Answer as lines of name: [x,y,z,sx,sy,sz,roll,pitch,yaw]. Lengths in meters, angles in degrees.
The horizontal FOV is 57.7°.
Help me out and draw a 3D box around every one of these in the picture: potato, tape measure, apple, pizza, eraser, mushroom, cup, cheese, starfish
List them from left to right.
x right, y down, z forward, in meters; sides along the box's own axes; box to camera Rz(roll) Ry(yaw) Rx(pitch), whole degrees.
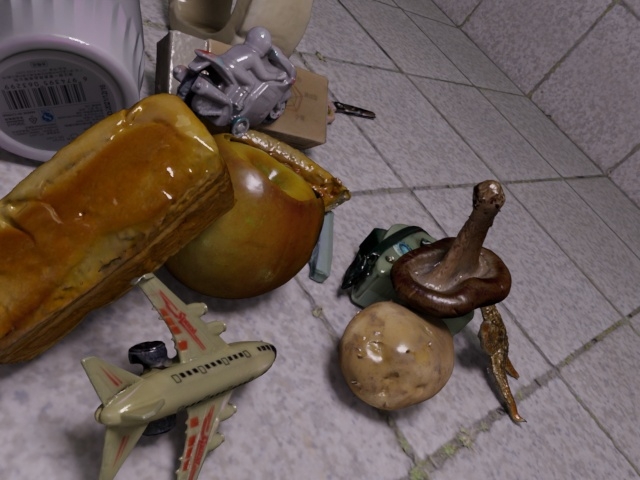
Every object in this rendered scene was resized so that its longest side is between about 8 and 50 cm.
cup: [-0.379,-0.306,0.814,0.253,0.253,0.371,10,47,-36]
cheese: [-0.167,-0.500,1.167,0.153,0.292,0.332,0,21,-46]
apple: [-0.108,-0.034,0.783,0.237,0.207,0.236,25,36,-20]
eraser: [-0.138,-0.272,1.091,0.344,0.078,0.144,7,82,-38]
pizza: [-0.115,-0.127,0.973,0.366,0.073,0.182,24,29,-9]
potato: [0.125,0.162,0.848,0.235,0.128,0.161,14,44,-39]
tape measure: [0.154,0.050,1.017,0.235,0.115,0.207,28,38,-15]
mushroom: [0.231,0.002,0.864,0.148,0.217,0.227,40,38,27]
starfish: [0.298,0.176,0.999,0.247,0.050,0.138,64,23,-17]

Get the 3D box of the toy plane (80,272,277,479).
toy plane: [-0.137,0.148,0.618,0.256,0.104,0.241,-11,93,-67]

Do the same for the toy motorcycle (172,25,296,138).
toy motorcycle: [-0.125,-0.266,0.948,0.110,0.170,0.260,36,26,25]

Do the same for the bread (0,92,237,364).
bread: [-0.226,-0.011,0.577,0.294,0.167,0.132,-39,91,-12]

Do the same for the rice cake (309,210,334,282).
rice cake: [0.000,0.000,1.001,0.042,0.030,0.180,30,35,-20]

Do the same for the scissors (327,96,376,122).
scissors: [0.026,-0.332,1.409,0.318,0.024,0.160,1,49,-42]
